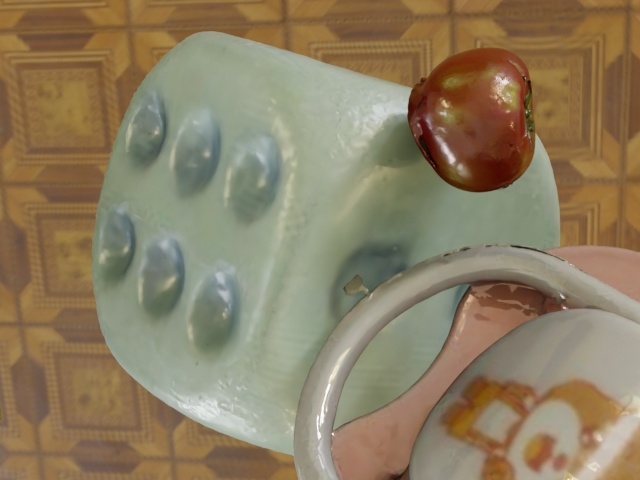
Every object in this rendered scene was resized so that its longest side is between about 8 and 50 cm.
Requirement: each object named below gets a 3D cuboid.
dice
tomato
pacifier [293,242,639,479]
[{"bbox_3d":[0.000,0.000,0.859,0.268,0.262,0.265,27,104,48],"label":"dice"},{"bbox_3d":[0.092,-0.072,0.679,0.075,0.087,0.087,-6,107,18],"label":"tomato"},{"bbox_3d":[0.136,0.150,0.675,0.332,0.220,0.273,-45,120,-17],"label":"pacifier"}]
